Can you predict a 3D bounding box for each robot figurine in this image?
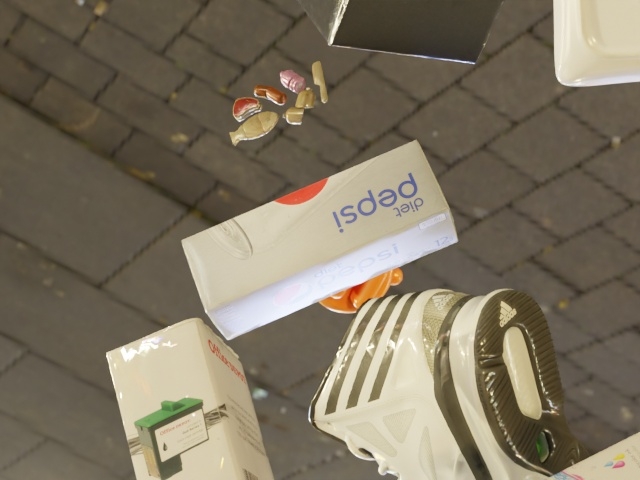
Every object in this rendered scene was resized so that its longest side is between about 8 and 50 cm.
[{"bbox_3d":[0.030,0.025,1.970,0.158,0.219,0.128,-13,111,-10],"label":"robot figurine"}]

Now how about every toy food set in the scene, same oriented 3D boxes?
[{"bbox_3d":[-0.048,-0.156,1.570,0.122,0.078,0.019,-19,150,16],"label":"toy food set"}]

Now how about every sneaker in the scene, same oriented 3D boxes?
[{"bbox_3d":[0.142,0.246,1.475,0.257,0.169,0.448,4,117,42],"label":"sneaker"}]

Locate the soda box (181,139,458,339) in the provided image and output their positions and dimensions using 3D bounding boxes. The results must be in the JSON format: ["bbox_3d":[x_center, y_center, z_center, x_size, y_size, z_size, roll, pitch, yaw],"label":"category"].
[{"bbox_3d":[0.000,0.000,1.523,0.286,0.098,0.091,-23,153,3],"label":"soda box"}]

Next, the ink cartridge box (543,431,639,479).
[{"bbox_3d":[0.225,0.260,1.131,0.231,0.134,0.078,-25,137,-10],"label":"ink cartridge box"}]

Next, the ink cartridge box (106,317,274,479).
[{"bbox_3d":[-0.102,0.200,1.225,0.092,0.219,0.160,-20,156,4],"label":"ink cartridge box"}]

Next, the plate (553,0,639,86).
[{"bbox_3d":[0.411,-0.325,1.651,0.277,0.045,0.278,-2,105,16],"label":"plate"}]

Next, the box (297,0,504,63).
[{"bbox_3d":[0.053,-0.258,1.224,0.153,0.207,0.108,4,125,-27],"label":"box"}]
